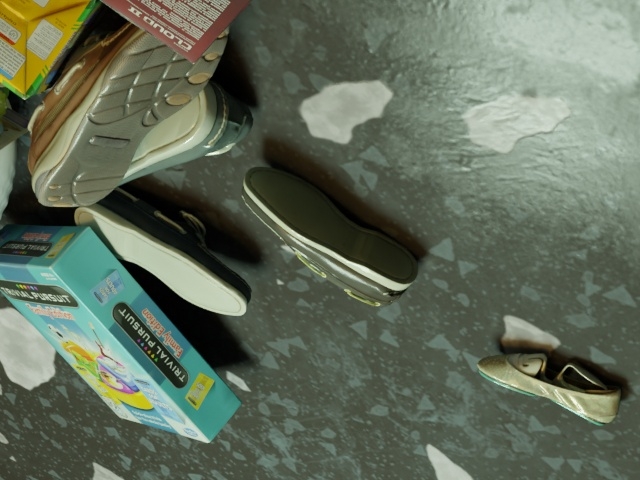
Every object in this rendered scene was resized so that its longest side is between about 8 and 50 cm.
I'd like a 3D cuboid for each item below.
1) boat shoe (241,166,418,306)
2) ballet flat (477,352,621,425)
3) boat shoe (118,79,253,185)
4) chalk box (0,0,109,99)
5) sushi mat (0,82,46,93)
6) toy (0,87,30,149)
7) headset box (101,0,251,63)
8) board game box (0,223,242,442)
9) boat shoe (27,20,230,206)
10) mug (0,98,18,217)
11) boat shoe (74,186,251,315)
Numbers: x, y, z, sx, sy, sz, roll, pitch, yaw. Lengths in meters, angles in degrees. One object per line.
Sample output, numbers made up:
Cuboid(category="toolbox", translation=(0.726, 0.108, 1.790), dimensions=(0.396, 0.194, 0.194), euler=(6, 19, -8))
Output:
Cuboid(category="boat shoe", translation=(0.000, 0.000, 1.451), dimensions=(0.228, 0.081, 0.068), euler=(33, 137, -1))
Cuboid(category="ballet flat", translation=(0.266, 0.157, 1.452), dimensions=(0.168, 0.057, 0.052), euler=(21, 111, 12))
Cuboid(category="boat shoe", translation=(-0.213, -0.114, 1.468), dimensions=(0.319, 0.099, 0.116), euler=(-13, 77, 39))
Cuboid(category="chalk box", translation=(-0.315, -0.247, 1.353), dimensions=(0.132, 0.213, 0.132), euler=(36, 96, -8))
Cuboid(category="sushi mat", translation=(-0.400, -0.215, 1.410), dimensions=(0.151, 0.019, 0.316), euler=(37, -177, -4))
Cuboid(category="toy", translation=(-0.393, -0.164, 1.403), dimensions=(0.137, 0.237, 0.056), euler=(32, 99, -7))
Cuboid(category="headset box", translation=(-0.065, -0.293, 1.050), dimensions=(0.110, 0.218, 0.293), euler=(34, 158, -13))
Cuboid(category="board game box", translation=(-0.294, 0.124, 1.723), dimensions=(0.254, 0.079, 0.336), euler=(1, 136, 53))
Cuboid(category="boat shoe", translation=(-0.221, -0.171, 1.337), dimensions=(0.324, 0.123, 0.116), euler=(-43, 59, 28))
Cuboid(category="mug", translation=(-0.569, -0.118, 1.599), dimensions=(0.374, 0.276, 0.328), euler=(45, 131, -2))
Cuboid(category="boat shoe", translation=(-0.189, 0.008, 1.598), dimensions=(0.254, 0.079, 0.095), euler=(26, 142, 15))
